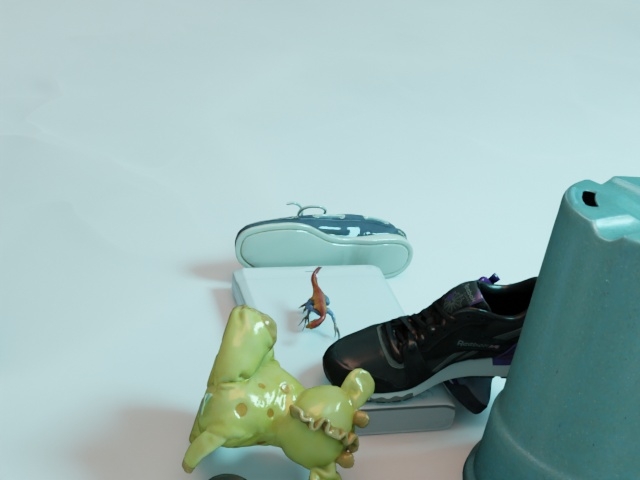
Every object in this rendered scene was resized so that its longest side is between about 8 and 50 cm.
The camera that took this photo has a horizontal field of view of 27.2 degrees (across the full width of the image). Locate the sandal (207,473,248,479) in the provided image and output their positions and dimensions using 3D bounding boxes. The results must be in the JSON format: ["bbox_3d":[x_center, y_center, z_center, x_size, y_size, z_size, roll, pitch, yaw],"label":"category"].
[{"bbox_3d":[-0.037,0.286,1.312,0.090,0.060,0.219,-19,40,-39],"label":"sandal"}]

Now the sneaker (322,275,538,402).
[{"bbox_3d":[0.139,0.095,1.505,0.283,0.124,0.107,-10,45,-11],"label":"sneaker"}]

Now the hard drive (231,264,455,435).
[{"bbox_3d":[0.020,0.128,1.624,0.203,0.040,0.307,-1,30,-16],"label":"hard drive"}]

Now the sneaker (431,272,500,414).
[{"bbox_3d":[0.190,0.115,1.609,0.083,0.098,0.223,43,20,-23],"label":"sneaker"}]

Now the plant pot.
[{"bbox_3d":[0.344,0.127,1.362,0.341,0.334,0.341,8,20,-3],"label":"plant pot"}]

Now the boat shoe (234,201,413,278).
[{"bbox_3d":[0.000,0.000,1.784,0.254,0.095,0.079,-2,33,-20],"label":"boat shoe"}]

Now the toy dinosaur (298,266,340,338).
[{"bbox_3d":[-0.008,0.079,1.596,0.047,0.090,0.082,-12,0,-5],"label":"toy dinosaur"}]

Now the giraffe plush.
[{"bbox_3d":[-0.038,0.176,1.389,0.170,0.181,0.210,19,13,-3],"label":"giraffe plush"}]
